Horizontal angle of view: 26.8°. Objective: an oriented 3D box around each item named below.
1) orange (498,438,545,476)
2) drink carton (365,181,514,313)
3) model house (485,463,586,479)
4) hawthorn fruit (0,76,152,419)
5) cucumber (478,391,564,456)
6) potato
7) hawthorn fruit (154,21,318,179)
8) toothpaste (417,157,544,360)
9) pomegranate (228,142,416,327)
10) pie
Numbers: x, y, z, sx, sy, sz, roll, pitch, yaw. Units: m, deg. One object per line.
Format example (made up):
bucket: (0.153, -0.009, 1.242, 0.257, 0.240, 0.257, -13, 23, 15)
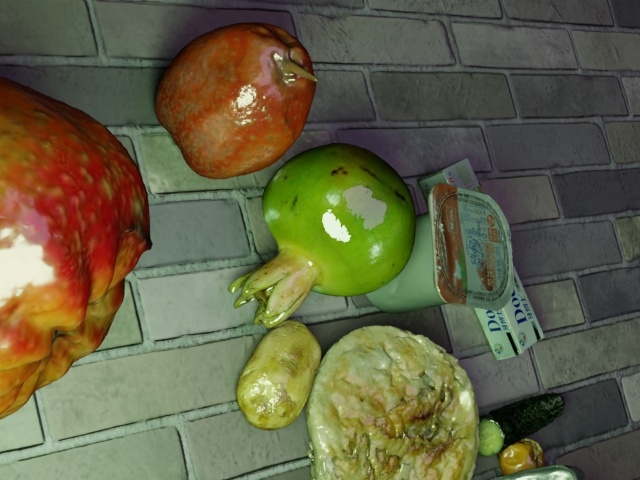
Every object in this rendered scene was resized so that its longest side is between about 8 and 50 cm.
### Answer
orange: (0.336, 0.366, 2.204, 0.086, 0.062, 0.086, 16, 67, -41)
drink carton: (0.173, 0.035, 2.075, 0.191, 0.189, 0.185, 9, 68, -43)
model house: (0.385, 0.512, 2.145, 0.301, 0.190, 0.271, 24, 53, -58)
hawthorn fruit: (-0.392, -0.015, 1.412, 0.403, 0.403, 0.403, 19, 62, -39)
cucumber: (0.333, 0.295, 2.217, 0.293, 0.067, 0.068, -10, 81, -58)
potato: (-0.056, 0.189, 1.868, 0.107, 0.080, 0.170, 59, 41, -28)
hawthorn fruit: (-0.095, -0.202, 1.848, 0.210, 0.262, 0.210, 23, 57, -41)
toothpaste: (0.273, 0.032, 2.270, 0.081, 0.067, 0.337, -26, 93, -44)
pomegranate: (0.000, 0.000, 1.911, 0.236, 0.236, 0.302, 52, 57, -17)
pie: (0.105, 0.290, 1.960, 0.339, 0.077, 0.339, 8, 75, -34)
